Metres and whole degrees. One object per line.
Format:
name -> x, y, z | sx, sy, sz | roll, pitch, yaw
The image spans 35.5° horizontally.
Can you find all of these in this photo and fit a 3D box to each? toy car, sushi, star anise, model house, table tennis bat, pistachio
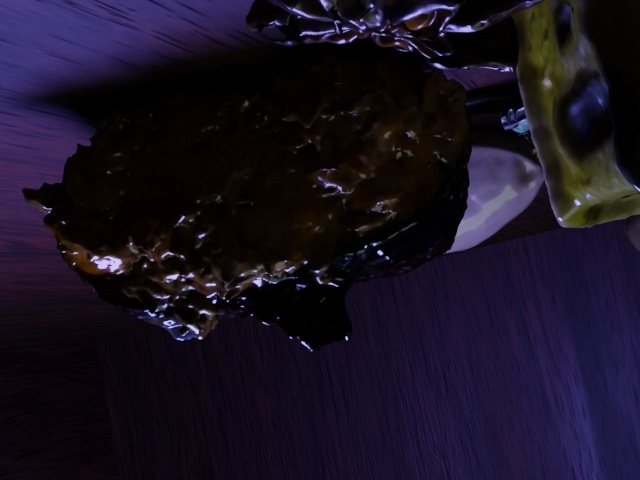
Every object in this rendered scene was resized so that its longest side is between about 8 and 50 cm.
toy car -> 0.233, -0.146, 0.966 | 0.142, 0.055, 0.069 | -24, 180, -26
sushi -> -0.037, -0.020, 0.832 | 0.348, 0.234, 0.207 | -17, 173, 4
star anise -> 0.056, -0.136, 0.555 | 0.177, 0.073, 0.234 | 6, -174, -33
model house -> 0.209, -0.114, 0.617 | 0.174, 0.193, 0.234 | -14, 173, -1
table tennis bat -> 0.133, -0.122, 1.112 | 0.150, 0.027, 0.236 | -4, 169, -40
pistachio -> 0.142, -0.057, 1.080 | 0.223, 0.126, 0.152 | -21, 131, 35

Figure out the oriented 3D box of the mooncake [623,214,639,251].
mooncake -> 0.453, -0.074, 1.064 | 0.290, 0.161, 0.290 | -46, 173, -7
